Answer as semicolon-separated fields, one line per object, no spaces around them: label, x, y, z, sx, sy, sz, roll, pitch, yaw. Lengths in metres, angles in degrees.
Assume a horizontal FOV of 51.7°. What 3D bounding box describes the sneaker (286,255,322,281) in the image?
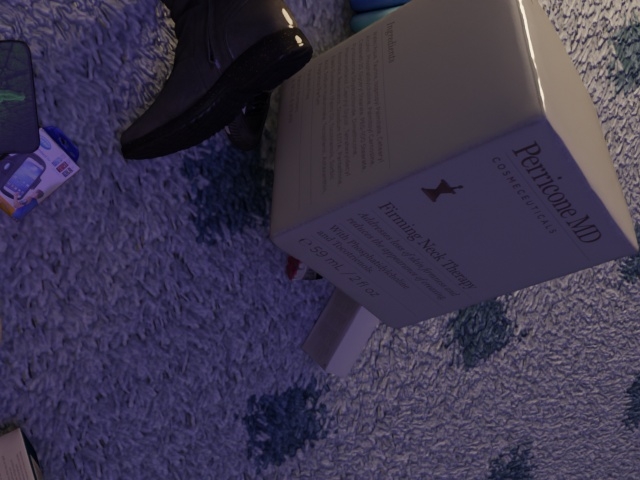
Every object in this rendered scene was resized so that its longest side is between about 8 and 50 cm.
sneaker;0.000;0.000;1.190;0.074;0.063;0.170;14;104;-31

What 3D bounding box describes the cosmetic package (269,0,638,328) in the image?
cosmetic package;0.180;-0.121;0.967;0.393;0.328;0.329;-23;138;31

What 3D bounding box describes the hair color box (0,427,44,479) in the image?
hair color box;-0.573;0.434;0.945;0.347;0.174;0.105;-21;145;-21

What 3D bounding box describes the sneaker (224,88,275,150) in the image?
sneaker;-0.099;-0.251;1.017;0.078;0.106;0.234;-6;109;-39

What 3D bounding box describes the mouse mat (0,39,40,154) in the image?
mouse mat;-0.481;-0.188;0.878;0.189;0.007;0.153;-6;104;-21

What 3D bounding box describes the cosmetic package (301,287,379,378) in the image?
cosmetic package;0.065;0.131;1.247;0.060;0.099;0.239;29;92;-32

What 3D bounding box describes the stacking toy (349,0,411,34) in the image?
stacking toy;0.099;-0.437;1.062;0.141;0.141;0.330;-18;109;-23

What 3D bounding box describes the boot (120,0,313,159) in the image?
boot;-0.188;-0.279;0.956;0.338;0.118;0.223;-30;86;18

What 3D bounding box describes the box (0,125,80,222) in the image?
box;-0.414;-0.101;0.949;0.136;0.028;0.081;-43;120;-7
